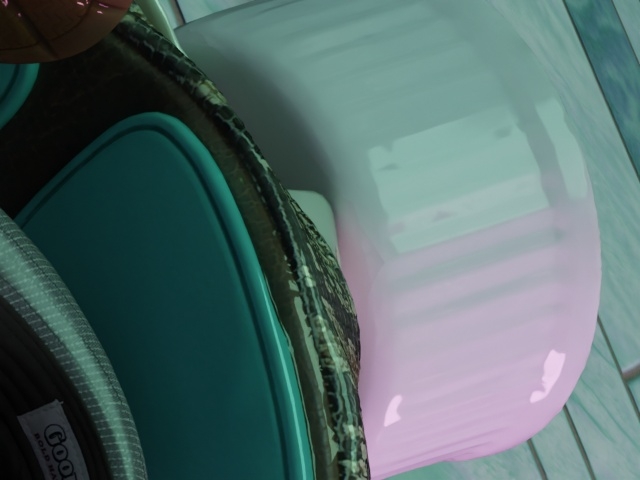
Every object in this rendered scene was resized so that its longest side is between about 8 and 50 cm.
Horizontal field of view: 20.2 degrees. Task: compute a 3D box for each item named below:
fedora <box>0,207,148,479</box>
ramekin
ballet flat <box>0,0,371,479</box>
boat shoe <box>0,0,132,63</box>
[{"bbox_3d":[-0.187,0.085,0.604,0.275,0.124,0.243,41,46,-30],"label":"fedora"},{"bbox_3d":[0.000,0.000,0.937,0.135,0.277,0.277,-18,83,-37],"label":"ramekin"},{"bbox_3d":[-0.095,-0.041,0.781,0.483,0.164,0.182,56,27,12],"label":"ballet flat"},{"bbox_3d":[-0.230,-0.159,0.635,0.342,0.123,0.123,9,55,-18],"label":"boat shoe"}]
